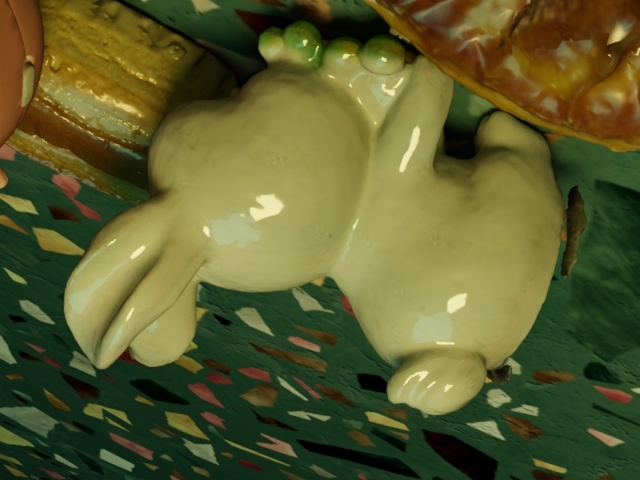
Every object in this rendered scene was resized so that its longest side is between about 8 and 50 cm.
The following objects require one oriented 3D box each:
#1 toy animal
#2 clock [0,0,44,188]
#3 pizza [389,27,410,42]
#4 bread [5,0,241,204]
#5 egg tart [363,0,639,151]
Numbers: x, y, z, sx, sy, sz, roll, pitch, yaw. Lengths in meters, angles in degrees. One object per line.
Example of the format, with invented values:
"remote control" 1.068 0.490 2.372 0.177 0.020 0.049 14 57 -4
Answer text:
"toy animal" 0.001 -0.006 0.861 0.310 0.247 0.183 15 173 -11
"clock" -0.294 -0.126 0.808 0.227 0.142 0.241 21 136 6
"pizza" 0.080 -0.136 0.770 0.078 0.025 0.083 6 142 25
"bread" -0.176 -0.112 0.947 0.236 0.106 0.140 27 152 -7
"egg tart" 0.133 -0.176 0.491 0.339 0.153 0.351 36 149 -23
